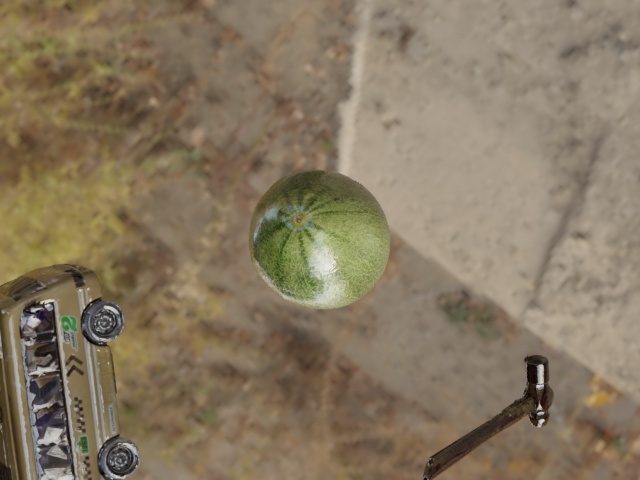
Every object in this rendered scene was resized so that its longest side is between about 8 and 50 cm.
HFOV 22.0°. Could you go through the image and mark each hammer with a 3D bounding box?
[{"bbox_3d":[0.131,0.148,1.306,0.021,0.178,0.065,14,116,38],"label":"hammer"}]

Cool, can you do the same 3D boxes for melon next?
[{"bbox_3d":[0.000,0.000,1.621,0.139,0.139,0.192,34,178,17],"label":"melon"}]

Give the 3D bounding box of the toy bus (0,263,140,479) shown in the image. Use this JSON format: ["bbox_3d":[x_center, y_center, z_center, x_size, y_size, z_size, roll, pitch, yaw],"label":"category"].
[{"bbox_3d":[-0.313,0.178,1.904,0.139,0.157,0.289,12,110,60],"label":"toy bus"}]
